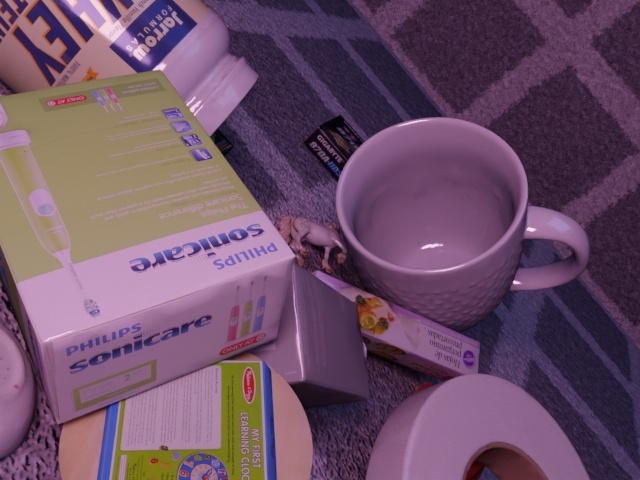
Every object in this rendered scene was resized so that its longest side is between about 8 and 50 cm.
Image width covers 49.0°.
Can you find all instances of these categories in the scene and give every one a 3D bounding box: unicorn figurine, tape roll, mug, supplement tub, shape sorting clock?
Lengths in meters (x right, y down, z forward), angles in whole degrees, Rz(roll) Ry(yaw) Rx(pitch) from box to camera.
[{"bbox_3d":[0.000,0.000,1.143,0.162,0.060,0.111,33,34,-37],"label":"unicorn figurine"},{"bbox_3d":[0.217,0.360,0.859,0.392,0.072,0.391,22,53,-32],"label":"tape roll"},{"bbox_3d":[0.233,0.012,1.128,0.328,0.375,0.276,69,28,-57],"label":"mug"},{"bbox_3d":[-0.259,-0.240,0.844,0.325,0.235,0.235,42,26,-16],"label":"supplement tub"},{"bbox_3d":[-0.108,0.169,0.585,0.206,0.040,0.206,5,45,-5],"label":"shape sorting clock"}]

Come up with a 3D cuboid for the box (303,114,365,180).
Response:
[{"bbox_3d":[0.076,-0.160,1.499,0.220,0.051,0.175,48,25,-2],"label":"box"}]

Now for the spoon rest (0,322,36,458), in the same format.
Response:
[{"bbox_3d":[-0.322,0.085,0.503,0.276,0.084,0.137,40,25,-51],"label":"spoon rest"}]

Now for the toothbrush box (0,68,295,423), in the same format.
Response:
[{"bbox_3d":[-0.185,-0.015,0.634,0.206,0.122,0.283,-19,53,-28],"label":"toothbrush box"}]

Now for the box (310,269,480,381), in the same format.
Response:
[{"bbox_3d":[0.101,0.135,1.044,0.324,0.067,0.063,26,62,-28],"label":"box"}]

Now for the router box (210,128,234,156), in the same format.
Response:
[{"bbox_3d":[-0.193,-0.151,1.061,0.092,0.038,0.122,47,25,-5],"label":"router box"}]

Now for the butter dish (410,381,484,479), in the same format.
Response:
[{"bbox_3d":[0.217,0.275,1.049,0.160,0.118,0.160,54,25,10],"label":"butter dish"}]

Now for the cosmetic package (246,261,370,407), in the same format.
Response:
[{"bbox_3d":[-0.026,0.115,0.784,0.238,0.107,0.127,47,33,-65],"label":"cosmetic package"}]
